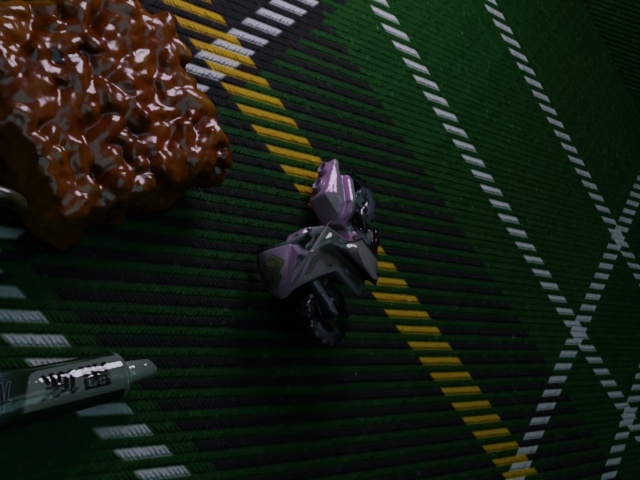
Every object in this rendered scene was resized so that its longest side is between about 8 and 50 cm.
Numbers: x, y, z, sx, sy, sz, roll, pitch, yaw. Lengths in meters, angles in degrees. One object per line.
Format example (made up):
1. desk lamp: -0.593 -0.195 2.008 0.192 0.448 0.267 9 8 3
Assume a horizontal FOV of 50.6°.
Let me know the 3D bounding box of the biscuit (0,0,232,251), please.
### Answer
1. biscuit: -0.291 -0.174 0.896 0.312 0.110 0.318 -26 97 -39

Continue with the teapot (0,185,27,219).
1. teapot: -0.441 -0.071 0.700 0.268 0.175 0.185 18 71 -37

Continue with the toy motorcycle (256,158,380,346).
1. toy motorcycle: 0.000 0.000 1.089 0.188 0.143 0.327 37 51 -29

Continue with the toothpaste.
1. toothpaste: -0.370 0.184 0.776 0.392 0.061 0.098 -6 60 -41
